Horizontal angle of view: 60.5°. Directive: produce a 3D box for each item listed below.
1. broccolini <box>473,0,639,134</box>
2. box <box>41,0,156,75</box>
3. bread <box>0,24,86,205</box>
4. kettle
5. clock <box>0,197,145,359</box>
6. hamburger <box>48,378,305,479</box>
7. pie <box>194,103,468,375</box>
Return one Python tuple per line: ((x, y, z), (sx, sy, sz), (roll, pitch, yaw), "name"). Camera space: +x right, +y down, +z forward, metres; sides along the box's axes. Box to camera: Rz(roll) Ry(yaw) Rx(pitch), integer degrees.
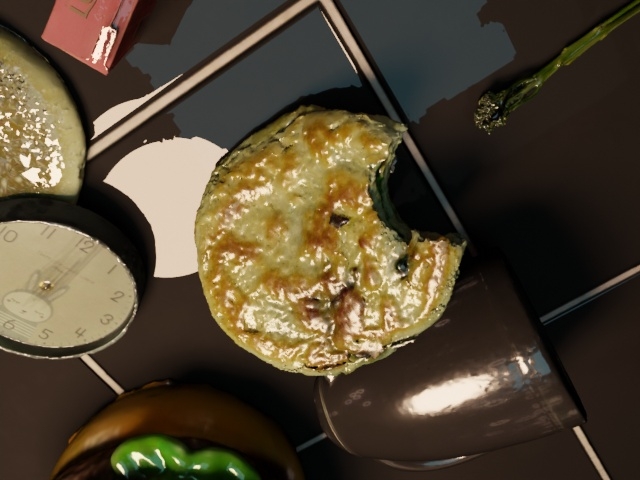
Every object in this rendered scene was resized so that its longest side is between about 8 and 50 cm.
((0.261, -0.190, 0.591), (0.218, 0.044, 0.042), (-34, 96, 5), "broccolini")
((-0.178, -0.222, 0.482), (0.060, 0.156, 0.111), (27, 111, -22), "box")
((-0.383, -0.105, 0.583), (0.267, 0.040, 0.266), (-1, 114, -2), "bread")
((0.143, 0.183, 0.659), (0.291, 0.207, 0.268), (-29, 118, 17), "kettle")
((-0.315, 0.052, 0.631), (0.215, 0.041, 0.214), (-5, 126, -6), "clock")
((-0.192, 0.419, 0.697), (0.397, 0.277, 0.395), (-1, 113, -2), "hamburger")
((-0.007, 0.003, 0.581), (0.303, 0.067, 0.302), (2, 97, 21), "pie")
